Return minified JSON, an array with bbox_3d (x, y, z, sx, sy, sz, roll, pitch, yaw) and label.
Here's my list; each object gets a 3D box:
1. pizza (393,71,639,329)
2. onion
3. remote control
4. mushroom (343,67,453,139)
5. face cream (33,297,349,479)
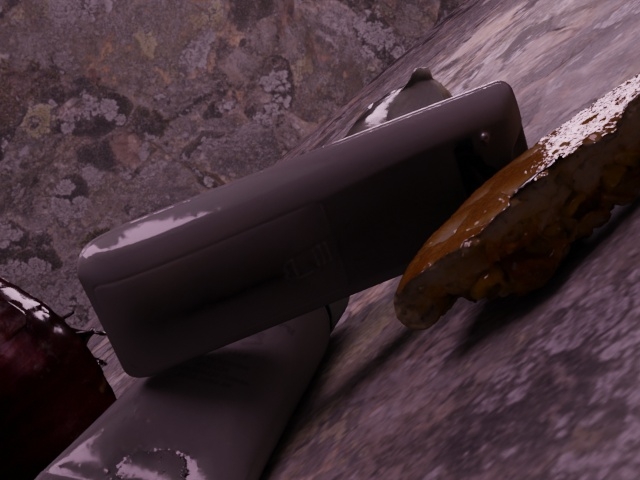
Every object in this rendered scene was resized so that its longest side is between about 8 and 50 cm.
[{"bbox_3d":[0.142,-0.025,0.723,0.246,0.058,0.127,-42,7,-24],"label":"pizza"},{"bbox_3d":[-0.300,0.160,0.861,0.314,0.314,0.232,-35,8,32],"label":"onion"},{"bbox_3d":[0.000,0.000,0.782,0.313,0.109,0.055,-21,27,-2],"label":"remote control"},{"bbox_3d":[0.035,-0.050,1.209,0.351,0.097,0.109,-49,11,-34],"label":"mushroom"},{"bbox_3d":[-0.066,0.100,0.847,0.143,0.089,0.314,11,28,19],"label":"face cream"}]
